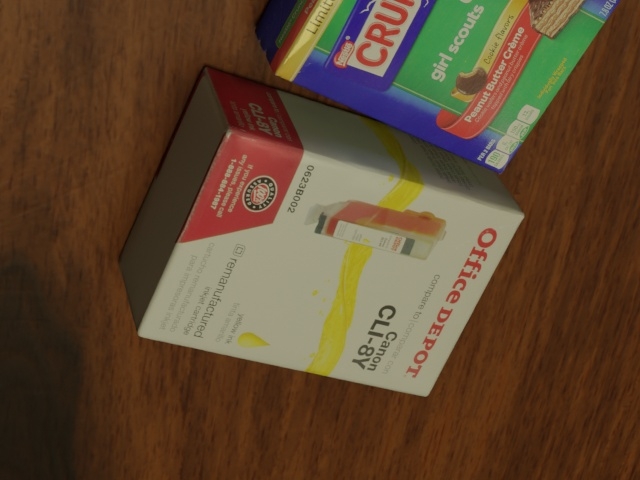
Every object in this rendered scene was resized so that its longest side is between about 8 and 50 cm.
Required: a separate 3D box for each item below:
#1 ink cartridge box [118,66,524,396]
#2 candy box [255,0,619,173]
[{"bbox_3d":[0.000,0.000,1.695,0.385,0.160,0.279,14,116,-25],"label":"ink cartridge box"},{"bbox_3d":[0.132,-0.256,1.597,0.317,0.122,0.268,22,113,-26],"label":"candy box"}]
